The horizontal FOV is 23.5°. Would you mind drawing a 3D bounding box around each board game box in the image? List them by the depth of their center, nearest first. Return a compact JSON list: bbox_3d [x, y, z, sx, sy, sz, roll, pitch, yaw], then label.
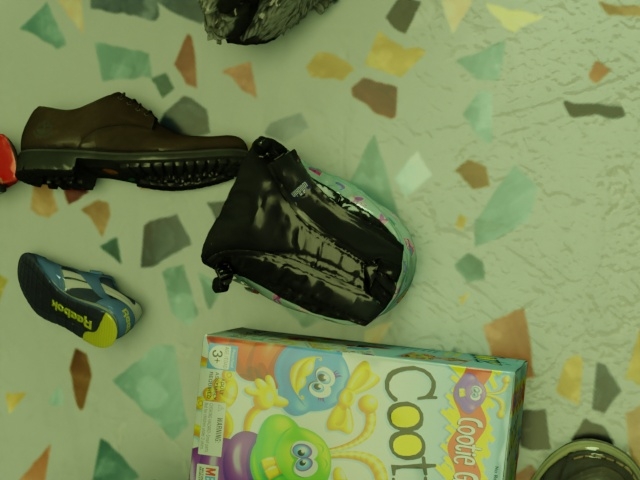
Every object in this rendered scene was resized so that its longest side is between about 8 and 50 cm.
[{"bbox_3d":[0.038,0.166,1.384,0.275,0.144,0.142,6,91,12],"label":"board game box"}]

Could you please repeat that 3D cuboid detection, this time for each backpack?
[{"bbox_3d":[0.000,0.000,1.409,0.182,0.115,0.152,27,106,9],"label":"backpack"}]

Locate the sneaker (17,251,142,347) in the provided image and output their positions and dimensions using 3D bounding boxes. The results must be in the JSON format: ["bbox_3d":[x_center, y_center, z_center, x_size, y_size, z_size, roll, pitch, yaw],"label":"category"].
[{"bbox_3d":[-0.235,0.054,1.490,0.144,0.059,0.053,31,127,25],"label":"sneaker"}]

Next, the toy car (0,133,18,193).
[{"bbox_3d":[-0.432,-0.057,1.527,0.225,0.053,0.239,40,96,10],"label":"toy car"}]

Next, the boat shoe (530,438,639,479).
[{"bbox_3d":[0.178,0.343,1.360,0.132,0.130,0.355,21,93,11],"label":"boat shoe"}]

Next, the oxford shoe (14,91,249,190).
[{"bbox_3d":[-0.175,-0.100,1.464,0.227,0.083,0.096,4,72,3],"label":"oxford shoe"}]

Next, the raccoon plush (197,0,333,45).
[{"bbox_3d":[-0.064,-0.380,1.435,0.446,0.216,0.299,-36,66,-20],"label":"raccoon plush"}]
